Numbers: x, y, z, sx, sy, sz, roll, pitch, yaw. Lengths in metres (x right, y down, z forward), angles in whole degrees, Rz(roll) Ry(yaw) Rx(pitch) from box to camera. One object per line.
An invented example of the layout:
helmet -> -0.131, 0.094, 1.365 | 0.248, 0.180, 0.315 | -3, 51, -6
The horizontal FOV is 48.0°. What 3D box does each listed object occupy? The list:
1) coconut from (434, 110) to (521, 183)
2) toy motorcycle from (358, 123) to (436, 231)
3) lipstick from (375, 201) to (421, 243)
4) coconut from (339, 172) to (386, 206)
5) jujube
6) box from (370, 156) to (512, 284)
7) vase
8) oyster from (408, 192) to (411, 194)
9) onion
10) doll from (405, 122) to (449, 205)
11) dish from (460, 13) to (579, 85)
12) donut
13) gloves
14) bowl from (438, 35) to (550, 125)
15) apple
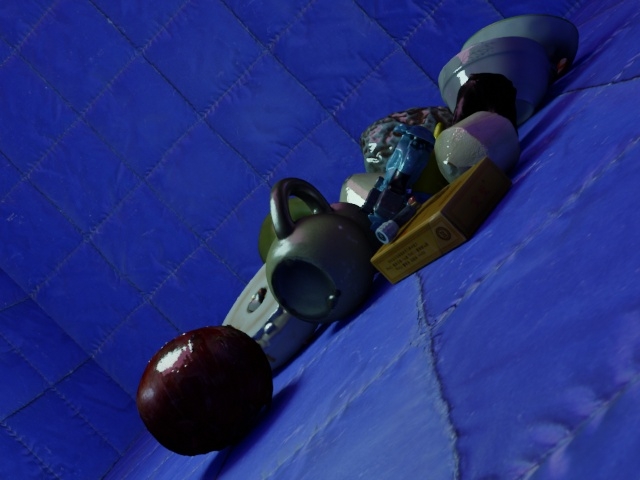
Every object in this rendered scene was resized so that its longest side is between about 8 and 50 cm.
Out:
coconut -> 0.306, -0.171, 1.430 | 0.152, 0.147, 0.147 | -32, -4, -26
toy motorcycle -> 0.184, -0.150, 1.601 | 0.272, 0.123, 0.182 | -65, 2, -20
lipstick -> 0.158, -0.042, 1.408 | 0.116, 0.037, 0.037 | -42, 1, -22
coconut -> 0.140, -0.081, 1.901 | 0.202, 0.222, 0.202 | -41, 8, 7
jujube -> 0.266, -0.260, 2.020 | 0.317, 0.226, 0.226 | -6, 10, 9
box -> 0.226, -0.031, 1.384 | 0.174, 0.076, 0.274 | -48, 4, -31
vase -> 0.000, 0.000, 1.625 | 0.241, 0.329, 0.302 | -27, 13, 36
oyster -> 0.241, -0.110, 2.026 | 0.252, 0.087, 0.199 | -22, -6, 2
onion -> -0.231, 0.294, 1.436 | 0.276, 0.276, 0.276 | -44, 2, 2
doll -> 0.290, -0.177, 1.750 | 0.145, 0.199, 0.363 | 0, 33, 32
dish -> 0.556, -0.481, 1.991 | 0.324, 0.124, 0.324 | -2, -17, -1
donut -> -0.112, 0.186, 1.863 | 0.382, 0.142, 0.383 | -45, 19, 20
gloves -> 0.350, -0.229, 1.595 | 0.152, 0.197, 0.301 | 22, 88, 45
bowl -> 0.458, -0.382, 1.858 | 0.287, 0.144, 0.287 | -5, -22, -2
apple -> -0.076, 0.007, 2.766 | 0.357, 0.357, 0.357 | -44, 2, 2
